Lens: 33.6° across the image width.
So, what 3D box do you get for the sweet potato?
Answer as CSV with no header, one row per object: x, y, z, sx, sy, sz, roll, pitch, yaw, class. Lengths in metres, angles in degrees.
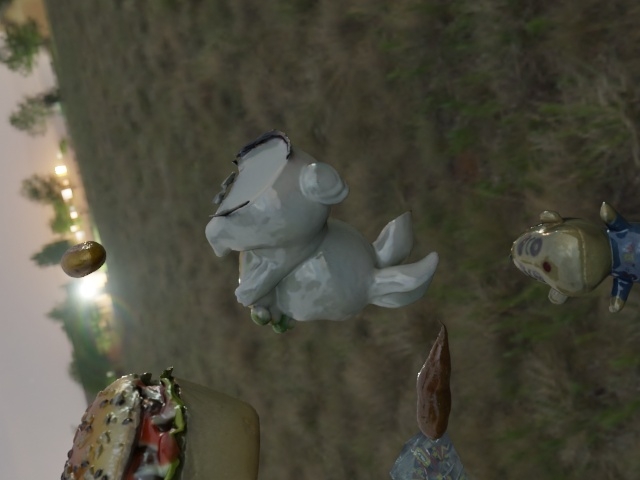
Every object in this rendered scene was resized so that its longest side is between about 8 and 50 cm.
0.169,0.208,1.561,0.056,0.056,0.194,-130,39,-64,sweet potato

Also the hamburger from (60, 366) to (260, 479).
-0.158,0.261,0.987,0.300,0.176,0.300,-171,90,-83,hamburger

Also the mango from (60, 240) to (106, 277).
-0.396,0.032,1.786,0.114,0.079,0.057,-10,103,61,mango

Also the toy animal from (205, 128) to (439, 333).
-0.005,0.002,1.500,0.310,0.247,0.183,47,-162,-26,toy animal

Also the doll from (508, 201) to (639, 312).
0.247,0.015,0.936,0.179,0.089,0.102,1,107,38,doll

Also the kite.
0.228,0.440,1.866,0.141,0.015,0.245,-53,53,15,kite
